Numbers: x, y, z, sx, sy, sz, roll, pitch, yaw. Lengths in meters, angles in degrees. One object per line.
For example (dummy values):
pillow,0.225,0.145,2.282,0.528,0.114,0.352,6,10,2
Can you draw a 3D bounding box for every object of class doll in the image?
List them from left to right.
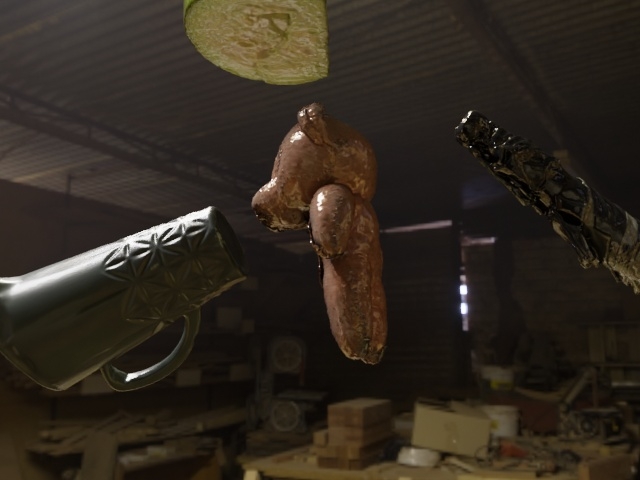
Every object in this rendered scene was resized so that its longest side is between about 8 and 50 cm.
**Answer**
doll,0.000,0.000,0.818,0.156,0.304,0.201,-9,-21,12

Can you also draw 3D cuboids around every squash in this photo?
squash,-0.084,-0.412,0.957,0.210,0.309,0.234,2,-19,4

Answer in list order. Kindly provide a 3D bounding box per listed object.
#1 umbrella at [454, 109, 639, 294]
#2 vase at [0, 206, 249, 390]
umbrella,0.331,-0.053,0.967,0.357,0.106,0.113,40,1,14
vase,-0.240,0.074,0.874,0.300,0.251,0.156,-26,29,4
